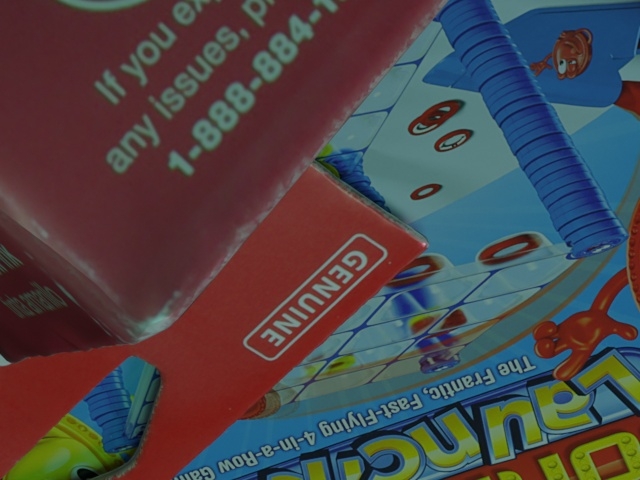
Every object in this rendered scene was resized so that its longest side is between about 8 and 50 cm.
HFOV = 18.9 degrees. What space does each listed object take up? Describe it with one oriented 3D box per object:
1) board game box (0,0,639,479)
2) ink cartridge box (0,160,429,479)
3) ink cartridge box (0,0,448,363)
[{"bbox_3d":[0.000,0.000,0.705,0.308,0.086,0.302,-21,123,12],"label":"board game box"},{"bbox_3d":[-0.154,0.038,0.633,0.261,0.066,0.296,35,117,-23],"label":"ink cartridge box"},{"bbox_3d":[-0.109,-0.200,0.436,0.385,0.160,0.279,43,76,-10],"label":"ink cartridge box"}]
